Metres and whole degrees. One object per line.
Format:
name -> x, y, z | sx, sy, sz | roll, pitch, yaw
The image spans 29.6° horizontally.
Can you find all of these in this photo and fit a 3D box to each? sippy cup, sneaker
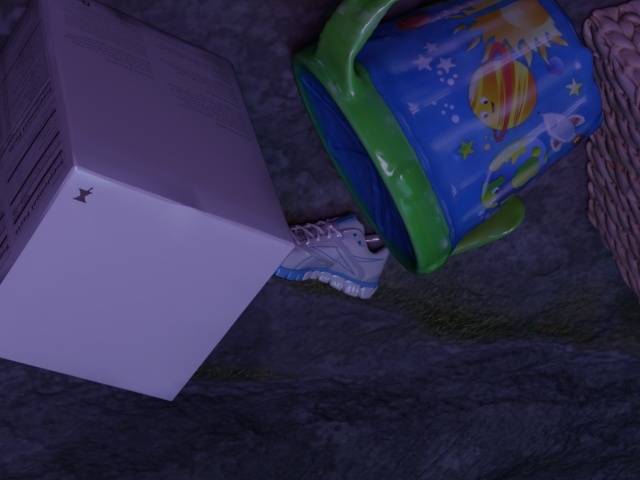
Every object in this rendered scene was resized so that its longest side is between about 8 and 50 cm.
sippy cup -> 0.125, -0.122, 1.108 | 0.224, 0.240, 0.305 | -31, 174, -5
sneaker -> 0.000, 0.000, 1.280 | 0.190, 0.071, 0.083 | 13, 120, -39

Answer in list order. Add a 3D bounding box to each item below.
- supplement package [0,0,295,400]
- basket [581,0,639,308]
supplement package -> -0.180, -0.042, 1.027 | 0.199, 0.263, 0.198 | 20, 122, -33
basket -> 0.439, -0.056, 1.193 | 0.266, 0.331, 0.328 | -16, 135, -2
